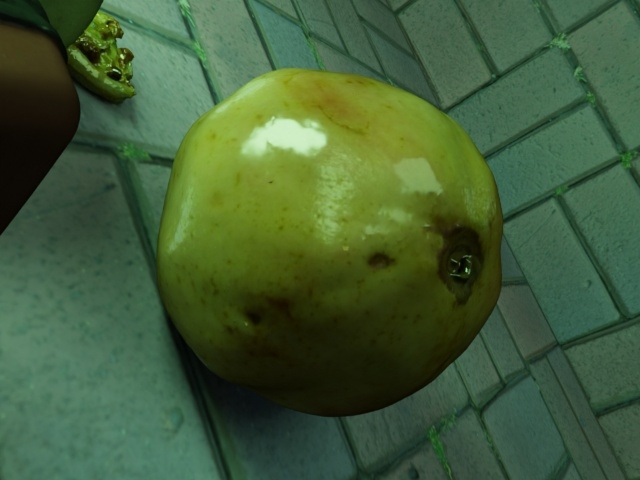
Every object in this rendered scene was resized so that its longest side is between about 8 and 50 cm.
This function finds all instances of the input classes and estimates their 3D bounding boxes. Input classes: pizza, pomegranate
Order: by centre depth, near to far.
[{"bbox_3d":[0.000,0.000,0.688,0.411,0.411,0.411,40,34,-33],"label":"pomegranate"},{"bbox_3d":[-0.302,-0.263,0.761,0.175,0.046,0.134,42,33,-30],"label":"pizza"}]

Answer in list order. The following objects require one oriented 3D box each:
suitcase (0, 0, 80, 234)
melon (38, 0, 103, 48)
[{"bbox_3d":[-0.294,-0.040,0.295,0.161,0.297,0.236,58,26,14],"label":"suitcase"},{"bbox_3d":[-0.322,-0.278,0.510,0.268,0.268,0.330,46,38,-24],"label":"melon"}]
